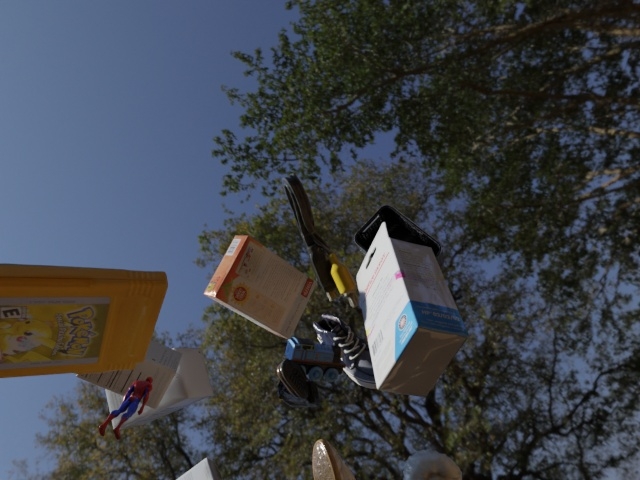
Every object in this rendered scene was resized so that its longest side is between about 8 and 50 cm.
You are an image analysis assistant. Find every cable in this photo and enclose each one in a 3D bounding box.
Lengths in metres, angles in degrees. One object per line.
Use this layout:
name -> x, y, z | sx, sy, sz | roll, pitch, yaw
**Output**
cable -> 0.000, 0.000, 0.916 | 0.072, 0.139, 0.288 | -21, -83, -9

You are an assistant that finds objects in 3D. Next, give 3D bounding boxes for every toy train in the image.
toy train -> -0.015, 0.331, 1.271 | 0.184, 0.080, 0.105 | 11, -85, -20

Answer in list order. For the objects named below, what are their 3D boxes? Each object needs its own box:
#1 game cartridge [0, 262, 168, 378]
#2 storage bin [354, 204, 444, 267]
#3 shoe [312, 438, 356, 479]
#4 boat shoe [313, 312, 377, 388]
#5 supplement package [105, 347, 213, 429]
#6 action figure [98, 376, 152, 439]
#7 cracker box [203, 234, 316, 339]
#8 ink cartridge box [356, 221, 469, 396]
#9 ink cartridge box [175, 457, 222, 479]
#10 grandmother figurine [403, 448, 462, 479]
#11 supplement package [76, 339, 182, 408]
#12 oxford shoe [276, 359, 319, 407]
game cartridge -> -0.483, 0.162, 0.863 | 0.323, 0.053, 0.285 | 6, -50, -30
storage bin -> 0.181, 0.020, 1.046 | 0.122, 0.180, 0.084 | -46, -27, -5
shoe -> 0.042, 0.518, 0.933 | 0.058, 0.219, 0.077 | 8, -44, -39
boat shoe -> 0.101, 0.372, 1.561 | 0.127, 0.340, 0.158 | -41, -54, -27
supplement package -> -0.554, 0.506, 1.569 | 0.292, 0.178, 0.175 | -26, -20, 9
action figure -> -0.285, 0.246, 0.685 | 0.038, 0.115, 0.030 | 5, -63, 10
cracker box -> -0.134, 0.112, 1.070 | 0.232, 0.067, 0.156 | 38, -112, -32
ink cartridge box -> 0.097, 0.072, 0.533 | 0.061, 0.181, 0.104 | 13, -55, -14
ink cartridge box -> -0.285, 0.569, 0.882 | 0.232, 0.189, 0.066 | -36, -58, -11
grandmother figurine -> 0.200, 0.467, 0.619 | 0.207, 0.343, 0.104 | -4, -31, -22
supplement package -> -0.563, 0.371, 1.361 | 0.244, 0.139, 0.134 | 28, -86, -13
oxford shoe -> -0.077, 0.386, 1.186 | 0.096, 0.083, 0.227 | -13, -45, 9
